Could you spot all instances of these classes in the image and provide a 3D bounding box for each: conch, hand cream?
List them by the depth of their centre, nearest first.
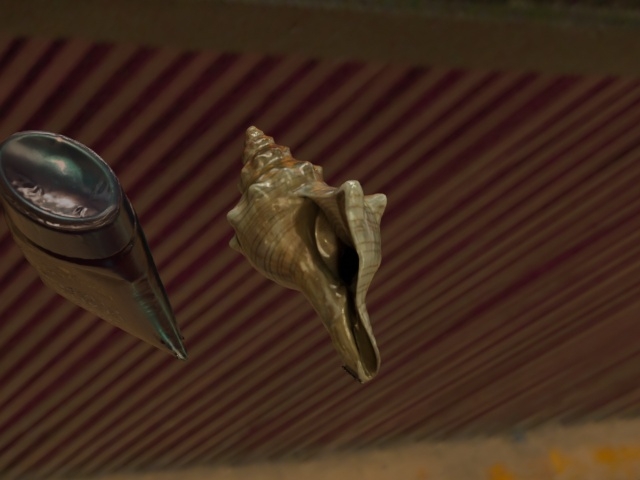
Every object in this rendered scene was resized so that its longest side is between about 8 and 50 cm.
[{"bbox_3d":[-0.147,0.010,1.237,0.120,0.270,0.061,27,74,11],"label":"hand cream"},{"bbox_3d":[0.005,-0.010,1.641,0.234,0.137,0.114,37,32,23],"label":"conch"}]
